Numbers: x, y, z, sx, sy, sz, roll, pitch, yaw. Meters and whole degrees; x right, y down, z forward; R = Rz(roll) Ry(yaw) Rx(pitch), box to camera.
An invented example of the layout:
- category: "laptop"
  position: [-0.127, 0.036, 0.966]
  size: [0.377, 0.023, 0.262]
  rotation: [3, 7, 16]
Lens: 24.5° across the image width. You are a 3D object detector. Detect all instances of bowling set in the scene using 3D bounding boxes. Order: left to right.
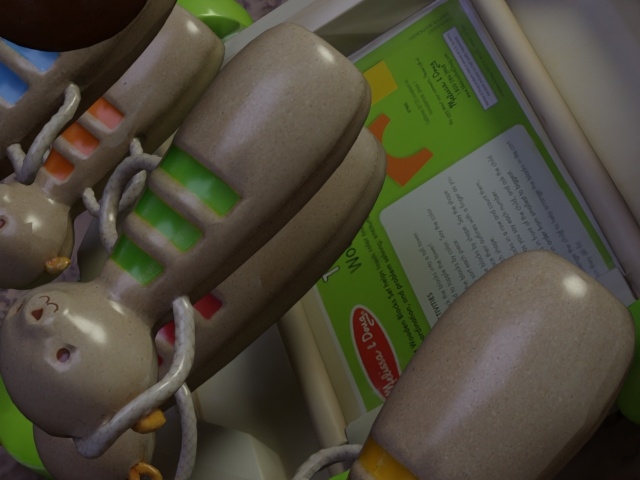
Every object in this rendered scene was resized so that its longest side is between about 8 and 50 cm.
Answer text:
- category: "bowling set"
  position: [-0.072, -0.010, 0.435]
  size: [0.154, 0.200, 0.287]
  rotation: [-51, 44, -2]

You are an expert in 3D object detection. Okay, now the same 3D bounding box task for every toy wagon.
- category: "toy wagon"
  position: [0.000, 0.000, 0.553]
  size: [0.344, 0.068, 0.267]
  rotation: [-32, 49, 13]
